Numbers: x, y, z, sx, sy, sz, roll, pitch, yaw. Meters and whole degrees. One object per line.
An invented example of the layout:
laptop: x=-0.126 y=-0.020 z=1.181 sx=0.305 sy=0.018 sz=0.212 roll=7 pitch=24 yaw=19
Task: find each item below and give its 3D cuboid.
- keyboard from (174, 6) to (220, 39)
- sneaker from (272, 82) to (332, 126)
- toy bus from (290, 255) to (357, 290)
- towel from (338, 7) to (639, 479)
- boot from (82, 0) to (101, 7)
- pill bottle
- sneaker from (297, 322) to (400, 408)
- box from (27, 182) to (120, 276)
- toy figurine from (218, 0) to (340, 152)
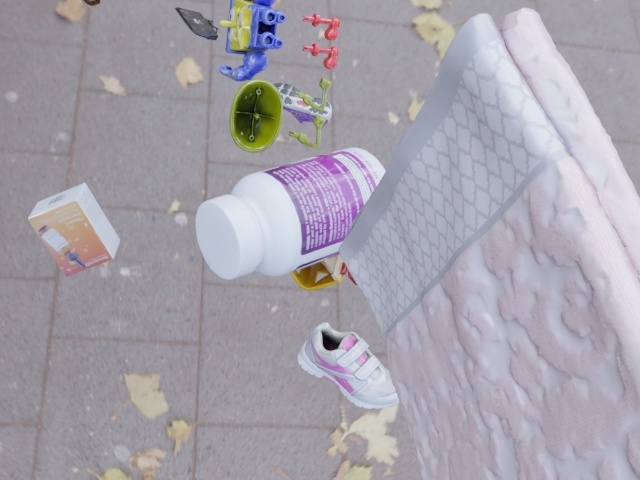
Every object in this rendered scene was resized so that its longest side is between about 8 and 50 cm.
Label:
keyboard: x=-0.315 y=-0.551 z=2.115 sx=0.100 sy=0.038 sz=0.192 roll=7 pitch=30 yaw=-29
sneaker: x=-0.058 y=-0.307 z=1.898 sx=0.170 sy=0.071 sz=0.068 roll=25 pitch=53 yaw=4
toy bus: x=-0.005 y=0.004 z=1.614 sx=0.104 sy=0.202 sz=0.191 roll=-17 pitch=78 yaw=24
towel: x=0.111 y=0.073 z=0.527 sx=0.053 sy=0.332 sz=0.317 roll=-13 pitch=71 yaw=-18
boot: x=-0.380 y=-0.452 z=1.209 sx=0.073 sy=0.197 sz=0.152 roll=-29 pitch=45 yaw=-2
pill bottle: x=-0.040 y=-0.040 z=1.301 sx=0.301 sy=0.169 sz=0.169 roll=-19 pitch=70 yaw=-36
sneaker: x=0.067 y=0.260 z=1.707 sx=0.252 sy=0.111 sz=0.103 roll=25 pitch=42 yaw=18
box: x=-0.566 y=-0.023 z=1.883 sx=0.130 sy=0.170 sz=0.091 roll=-21 pitch=28 yaw=9
toy figurine: x=-0.096 y=-0.356 z=1.481 sx=0.191 sy=0.217 sz=0.362 roll=-2 pitch=107 yaw=-25
